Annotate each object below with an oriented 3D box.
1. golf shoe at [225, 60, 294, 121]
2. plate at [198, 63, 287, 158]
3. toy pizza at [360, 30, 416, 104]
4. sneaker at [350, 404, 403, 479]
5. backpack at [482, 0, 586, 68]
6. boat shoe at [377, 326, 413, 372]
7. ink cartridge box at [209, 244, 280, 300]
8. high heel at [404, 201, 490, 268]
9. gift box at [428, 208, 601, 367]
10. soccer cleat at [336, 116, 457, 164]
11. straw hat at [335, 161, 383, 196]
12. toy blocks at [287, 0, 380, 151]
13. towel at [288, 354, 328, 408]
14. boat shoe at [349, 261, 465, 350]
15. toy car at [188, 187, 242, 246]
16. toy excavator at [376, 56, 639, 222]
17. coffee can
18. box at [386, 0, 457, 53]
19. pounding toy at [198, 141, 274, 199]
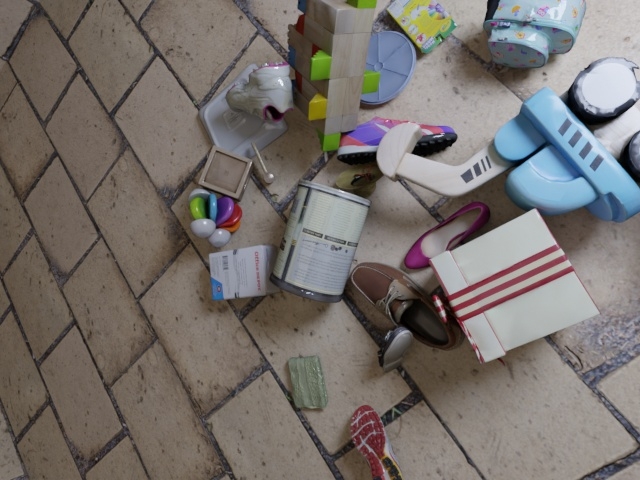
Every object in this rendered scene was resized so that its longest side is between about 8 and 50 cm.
[{"bbox_3d":[-0.176,-0.393,1.160,0.306,0.115,0.140,1,113,57],"label":"golf shoe"},{"bbox_3d":[-0.271,-0.395,1.329,0.277,0.045,0.278,-32,73,22],"label":"plate"},{"bbox_3d":[0.165,-0.468,1.120,0.201,0.032,0.202,-3,83,30],"label":"toy pizza"},{"bbox_3d":[0.143,0.537,1.044,0.088,0.093,0.225,-23,58,5],"label":"sneaker"},{"bbox_3d":[0.464,-0.464,0.896,0.188,0.165,0.145,12,94,30],"label":"backpack"},{"bbox_3d":[0.171,0.257,1.002,0.075,0.206,0.065,-20,55,-15],"label":"boat shoe"},{"bbox_3d":[-0.233,0.100,1.256,0.203,0.086,0.148,-8,84,25],"label":"ink cartridge box"},{"bbox_3d":[0.294,-0.006,0.981,0.244,0.117,0.082,-32,74,21],"label":"high heel"},{"bbox_3d":[0.384,0.115,0.855,0.258,0.255,0.277,-29,71,20],"label":"gift box"},{"bbox_3d":[0.188,-0.275,1.061,0.318,0.108,0.117,-2,82,29],"label":"soccer cleat"},{"bbox_3d":[0.117,-0.151,1.104,0.144,0.145,0.061,-1,128,27],"label":"straw hat"},{"bbox_3d":[0.004,-0.463,1.032,0.261,0.190,0.382,55,151,38],"label":"toy blocks"},{"bbox_3d":[-0.038,0.407,1.174,0.110,0.027,0.148,-13,81,25],"label":"towel"},{"bbox_3d":[0.205,0.154,1.016,0.324,0.116,0.123,31,101,25],"label":"boat shoe"},{"bbox_3d":[-0.316,-0.080,1.261,0.136,0.182,0.159,-21,60,17],"label":"toy car"},{"bbox_3d":[0.396,-0.163,0.844,0.445,0.222,0.433,-38,77,15],"label":"toy excavator"},{"bbox_3d":[0.000,0.000,1.081,0.201,0.201,0.276,20,96,26],"label":"coffee can"},{"bbox_3d":[0.267,-0.577,1.072,0.105,0.043,0.179,-38,69,19],"label":"box"},{"bbox_3d":[-0.242,-0.215,1.276,0.205,0.094,0.181,21,86,-5],"label":"pounding toy"}]
